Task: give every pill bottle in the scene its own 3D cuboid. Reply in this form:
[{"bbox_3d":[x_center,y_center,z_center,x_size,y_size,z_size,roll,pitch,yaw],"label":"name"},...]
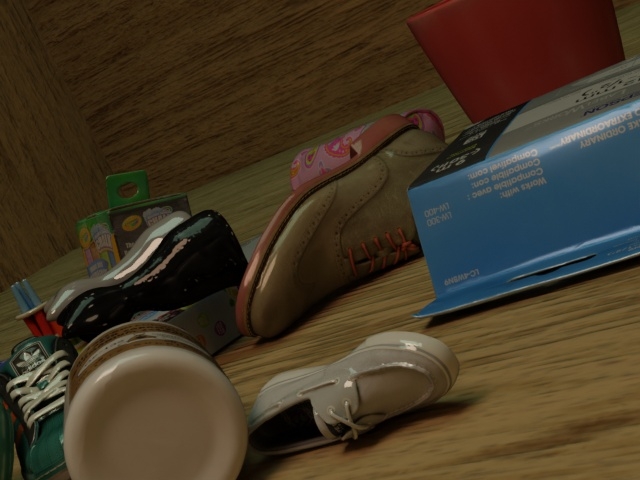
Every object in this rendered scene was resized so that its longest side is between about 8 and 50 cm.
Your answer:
[{"bbox_3d":[-0.140,0.133,0.824,0.131,0.131,0.229,-28,10,-11],"label":"pill bottle"}]

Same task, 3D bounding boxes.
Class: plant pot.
[{"bbox_3d":[0.289,-0.248,1.383,0.275,0.243,0.275,-26,9,5],"label":"plant pot"}]

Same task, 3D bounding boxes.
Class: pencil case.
[{"bbox_3d":[0.077,-0.126,1.670,0.284,0.124,0.124,-15,15,46],"label":"pencil case"}]

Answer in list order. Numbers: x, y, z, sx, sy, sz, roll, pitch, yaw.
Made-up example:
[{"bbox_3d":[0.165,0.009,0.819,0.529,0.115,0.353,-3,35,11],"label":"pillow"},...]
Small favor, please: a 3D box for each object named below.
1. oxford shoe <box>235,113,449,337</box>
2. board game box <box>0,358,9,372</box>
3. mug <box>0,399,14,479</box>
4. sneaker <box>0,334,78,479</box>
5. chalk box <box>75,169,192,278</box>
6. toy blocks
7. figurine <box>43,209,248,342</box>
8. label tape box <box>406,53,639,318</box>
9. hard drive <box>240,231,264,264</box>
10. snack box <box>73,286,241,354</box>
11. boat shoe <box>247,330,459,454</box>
[{"bbox_3d":[0.043,-0.011,1.156,0.130,0.123,0.348,27,62,28],"label":"oxford shoe"},{"bbox_3d":[-0.577,0.252,1.568,0.210,0.047,0.160,-18,13,43],"label":"board game box"},{"bbox_3d":[-0.343,0.213,0.959,0.097,0.157,0.129,2,-9,-26],"label":"mug"},{"bbox_3d":[-0.278,0.165,1.038,0.108,0.121,0.302,-30,11,-18],"label":"sneaker"},{"bbox_3d":[-0.264,0.007,1.492,0.132,0.213,0.132,-14,0,-34],"label":"chalk box"},{"bbox_3d":[-0.383,0.120,1.463,0.123,0.148,0.054,-16,15,49],"label":"toy blocks"},{"bbox_3d":[-0.212,0.048,1.164,0.209,0.092,0.215,-28,12,-19],"label":"figurine"},{"bbox_3d":[0.226,-0.065,0.979,0.249,0.115,0.348,-21,10,29],"label":"label tape box"},{"bbox_3d":[0.000,0.000,1.408,0.233,0.047,0.353,-29,10,-13],"label":"hard drive"},{"bbox_3d":[-0.182,0.110,1.231,0.207,0.070,0.174,-32,12,-38],"label":"snack box"},{"bbox_3d":[0.015,0.116,0.732,0.184,0.066,0.063,-16,28,36],"label":"boat shoe"}]
